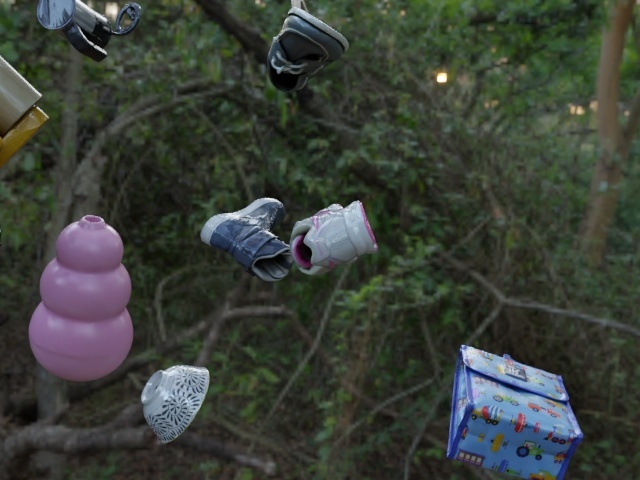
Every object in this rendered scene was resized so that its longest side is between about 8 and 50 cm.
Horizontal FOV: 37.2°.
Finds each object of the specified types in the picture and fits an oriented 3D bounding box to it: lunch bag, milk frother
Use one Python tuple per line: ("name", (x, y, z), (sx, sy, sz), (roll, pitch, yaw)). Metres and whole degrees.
("lunch bag", (0.376, 0.322, 1.887), (0.221, 0.138, 0.293), (16, 27, 0))
("milk frother", (-0.437, -0.431, 1.823), (0.129, 0.143, 0.135), (41, 5, 19))

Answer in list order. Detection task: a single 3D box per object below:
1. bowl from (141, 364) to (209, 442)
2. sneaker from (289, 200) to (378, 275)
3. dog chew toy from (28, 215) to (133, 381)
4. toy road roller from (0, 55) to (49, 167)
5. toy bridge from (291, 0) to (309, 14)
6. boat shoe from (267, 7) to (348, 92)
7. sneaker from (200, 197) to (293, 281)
("bowl", (-0.303, 0.308, 1.893), (0.080, 0.170, 0.170), (37, -10, -23))
("sneaker", (0.000, 0.000, 1.482), (0.111, 0.102, 0.252), (-20, -3, -13))
("dog chew toy", (-0.470, 0.111, 1.900), (0.207, 0.331, 0.206), (9, 20, -3))
("toy road roller", (-0.662, -0.201, 1.727), (0.202, 0.329, 0.241), (44, -14, -15))
("toy bridge", (-0.041, -0.483, 1.991), (0.026, 0.188, 0.063), (-9, -41, 15))
("boat shoe", (-0.034, -0.317, 1.644), (0.116, 0.099, 0.319), (32, -3, -8))
("sneaker", (-0.096, -0.001, 1.803), (0.163, 0.086, 0.226), (30, 30, 23))
